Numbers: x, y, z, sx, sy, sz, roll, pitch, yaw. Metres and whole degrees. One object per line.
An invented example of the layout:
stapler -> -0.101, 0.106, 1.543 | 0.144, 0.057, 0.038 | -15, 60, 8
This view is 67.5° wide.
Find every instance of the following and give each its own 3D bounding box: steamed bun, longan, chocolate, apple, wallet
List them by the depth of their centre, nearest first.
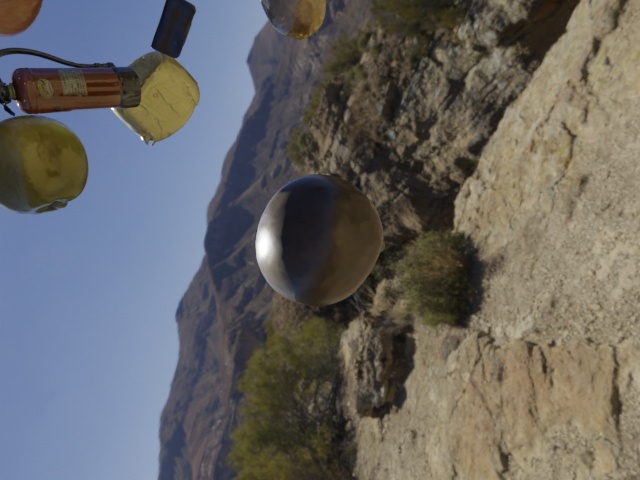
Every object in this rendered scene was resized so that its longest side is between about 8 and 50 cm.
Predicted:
chocolate -> -0.079, -0.539, 0.921 | 0.134, 0.134, 0.308 | -172, 57, -84
longan -> -0.002, -0.002, 1.056 | 0.297, 0.298, 0.296 | -167, 90, -84
wallet -> -0.396, -0.575, 1.293 | 0.156, 0.082, 0.018 | -61, 17, 25
apple -> -0.816, -0.210, 1.367 | 0.292, 0.292, 0.253 | 159, 87, -83
steamed bun -> -0.541, -0.466, 1.560 | 0.273, 0.166, 0.232 | -50, -35, 2
apple -> -1.088, -0.838, 1.562 | 0.344, 0.345, 0.269 | 110, 170, -52

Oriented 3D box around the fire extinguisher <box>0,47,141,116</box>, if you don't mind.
fire extinguisher -> -0.690, -0.413, 1.265 | 0.200, 0.376, 0.113 | 47, 135, 27
